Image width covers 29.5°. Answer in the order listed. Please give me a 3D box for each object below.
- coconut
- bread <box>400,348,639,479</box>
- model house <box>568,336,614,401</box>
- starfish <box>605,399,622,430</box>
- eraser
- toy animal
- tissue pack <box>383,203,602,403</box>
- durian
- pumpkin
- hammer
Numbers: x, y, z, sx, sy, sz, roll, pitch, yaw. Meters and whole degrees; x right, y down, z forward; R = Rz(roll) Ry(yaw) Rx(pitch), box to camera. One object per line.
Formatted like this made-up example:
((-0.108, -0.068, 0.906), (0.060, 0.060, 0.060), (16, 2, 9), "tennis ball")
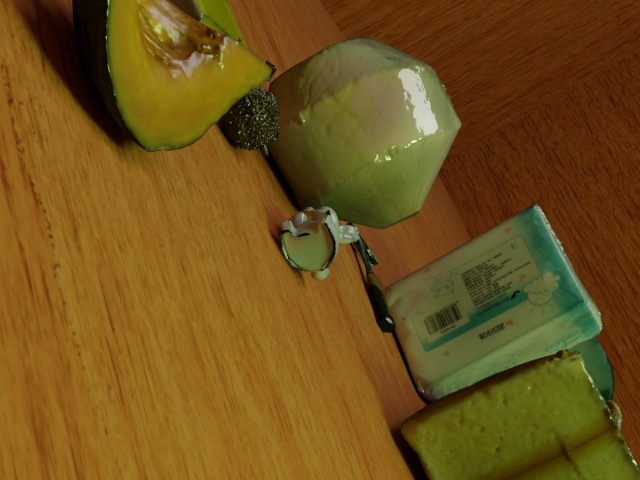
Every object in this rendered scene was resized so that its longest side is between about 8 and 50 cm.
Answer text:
((0.054, -0.132, 1.595), (0.259, 0.259, 0.259), (57, 11, -17), "coconut")
((0.265, 0.265, 1.512), (0.233, 0.245, 0.361), (64, 13, 6), "bread")
((0.296, 0.153, 1.990), (0.295, 0.251, 0.329), (51, 8, -39), "model house")
((0.345, 0.384, 1.655), (0.094, 0.375, 0.327), (30, -20, -12), "starfish")
((-0.164, -0.300, 1.454), (0.158, 0.069, 0.226), (36, 27, -61), "eraser")
((-0.003, -0.006, 1.412), (0.085, 0.071, 0.124), (57, 11, -12), "toy animal")
((0.243, 0.101, 1.742), (0.124, 0.271, 0.201), (50, 15, -46), "tissue pack")
((-0.078, -0.139, 1.420), (0.080, 0.080, 0.091), (-81, 151, -74), "durian")
((-0.164, -0.156, 1.062), (0.130, 0.149, 0.254), (17, -8, 29), "pumpkin")
((0.076, 0.060, 1.750), (0.078, 0.021, 0.201), (51, 14, -40), "hammer")
